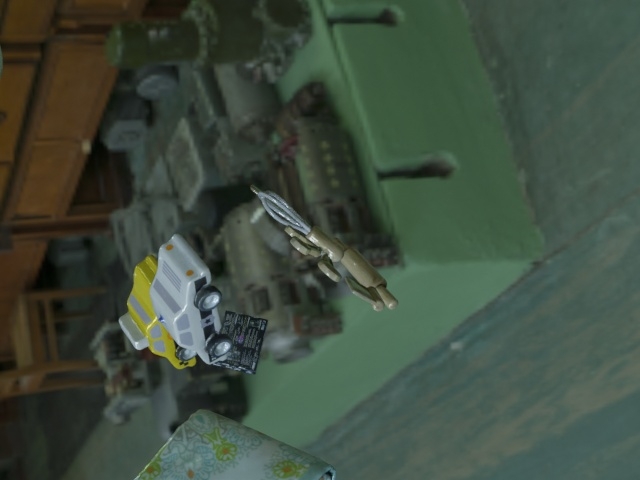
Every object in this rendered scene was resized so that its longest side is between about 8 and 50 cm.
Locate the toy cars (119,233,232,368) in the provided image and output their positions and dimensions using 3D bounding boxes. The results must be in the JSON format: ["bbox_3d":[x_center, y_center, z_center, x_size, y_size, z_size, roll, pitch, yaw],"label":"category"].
[{"bbox_3d":[-0.213,0.104,1.556,0.176,0.087,0.393,62,160,-1],"label":"toy cars"}]

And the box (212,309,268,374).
[{"bbox_3d":[-0.119,0.151,1.678,0.018,0.067,0.083,100,-178,-68],"label":"box"}]

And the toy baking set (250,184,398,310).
[{"bbox_3d":[0.005,0.003,1.542,0.030,0.196,0.256,-49,43,7],"label":"toy baking set"}]

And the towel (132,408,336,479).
[{"bbox_3d":[-0.199,0.481,1.990,0.320,0.374,0.090,20,140,29],"label":"towel"}]

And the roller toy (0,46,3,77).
[{"bbox_3d":[-0.483,-0.226,1.347,0.146,0.209,0.191,-29,47,25],"label":"roller toy"}]
